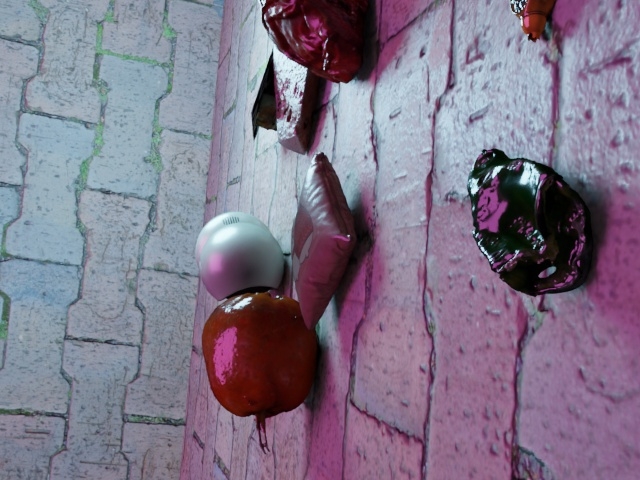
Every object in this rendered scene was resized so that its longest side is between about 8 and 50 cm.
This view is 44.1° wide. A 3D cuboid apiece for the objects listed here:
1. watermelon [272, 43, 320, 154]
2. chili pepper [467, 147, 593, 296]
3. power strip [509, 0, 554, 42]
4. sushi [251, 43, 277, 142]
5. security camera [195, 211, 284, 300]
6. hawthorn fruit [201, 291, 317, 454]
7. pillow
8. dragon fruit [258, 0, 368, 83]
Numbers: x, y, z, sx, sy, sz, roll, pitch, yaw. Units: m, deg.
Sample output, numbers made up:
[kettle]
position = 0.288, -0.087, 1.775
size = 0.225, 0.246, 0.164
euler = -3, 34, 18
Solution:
[watermelon]
position = -0.040, -0.297, 1.621
size = 0.154, 0.094, 0.241
euler = -155, 70, -63
[chili pepper]
position = 0.185, -0.036, 0.732
size = 0.216, 0.062, 0.108
euler = -110, 37, -59
[power strip]
position = 0.211, -0.279, 0.789
size = 0.049, 0.028, 0.178
euler = 143, 130, -68
[sushi]
position = -0.085, -0.378, 1.796
size = 0.294, 0.059, 0.292
euler = 113, 174, -82
[security camera]
position = -0.177, 0.042, 1.750
size = 0.236, 0.194, 0.194
euler = -144, 62, -72
[hawthorn fruit]
position = -0.107, 0.230, 1.401
size = 0.211, 0.211, 0.299
euler = 123, 151, -58
[pillow]
position = 0.000, 0.000, 1.328
size = 0.236, 0.084, 0.223
euler = 107, 161, -45
[dragon fruit]
position = 0.004, -0.414, 1.348
size = 0.240, 0.302, 0.330
euler = -43, 47, 23
